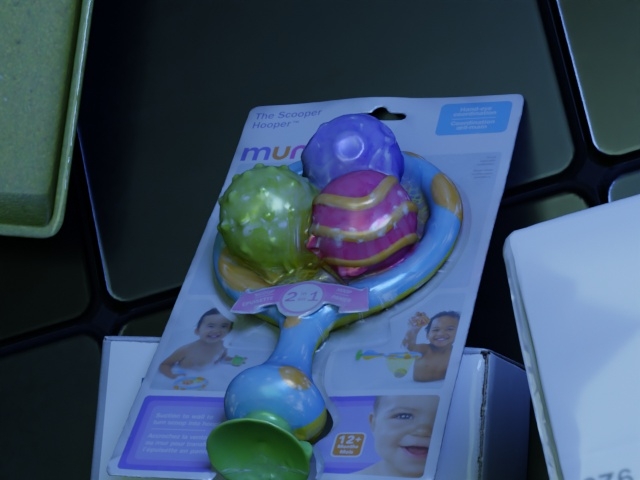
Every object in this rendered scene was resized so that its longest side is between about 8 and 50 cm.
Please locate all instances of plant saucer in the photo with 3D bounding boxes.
[{"bbox_3d":[-0.194,-0.095,0.983,0.188,0.045,0.188,4,82,20],"label":"plant saucer"}]

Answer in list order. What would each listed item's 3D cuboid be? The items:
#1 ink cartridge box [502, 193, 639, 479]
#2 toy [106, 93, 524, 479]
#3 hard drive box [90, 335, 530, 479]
[{"bbox_3d":[0.189,0.072,0.712,0.171,0.232,0.168,-17,75,16],"label":"ink cartridge box"},{"bbox_3d":[0.000,0.000,0.822,0.137,0.056,0.237,-1,45,18],"label":"toy"},{"bbox_3d":[-0.008,0.163,0.844,0.181,0.089,0.232,2,81,20],"label":"hard drive box"}]
